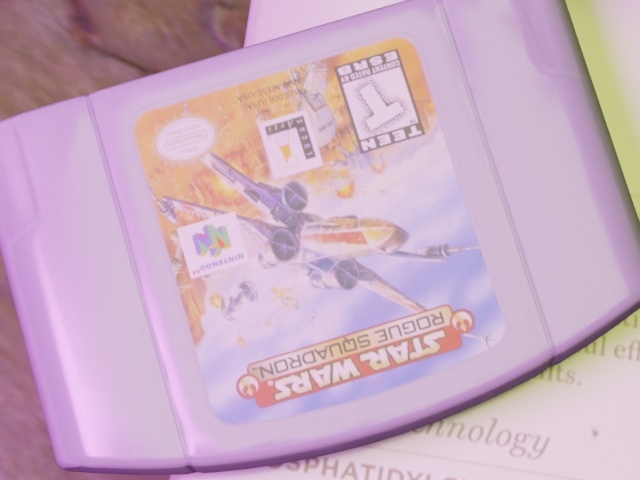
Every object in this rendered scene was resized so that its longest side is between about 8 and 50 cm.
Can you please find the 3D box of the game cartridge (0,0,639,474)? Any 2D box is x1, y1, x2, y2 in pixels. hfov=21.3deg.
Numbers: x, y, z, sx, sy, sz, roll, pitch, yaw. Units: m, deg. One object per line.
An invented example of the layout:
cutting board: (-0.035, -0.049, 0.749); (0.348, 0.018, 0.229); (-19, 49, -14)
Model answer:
game cartridge: (0.000, 0.000, 0.813); (0.297, 0.062, 0.198); (-17, 74, -1)

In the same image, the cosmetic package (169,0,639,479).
cosmetic package: (0.104, 0.055, 0.994); (0.328, 0.329, 0.393); (8, 79, 2)
